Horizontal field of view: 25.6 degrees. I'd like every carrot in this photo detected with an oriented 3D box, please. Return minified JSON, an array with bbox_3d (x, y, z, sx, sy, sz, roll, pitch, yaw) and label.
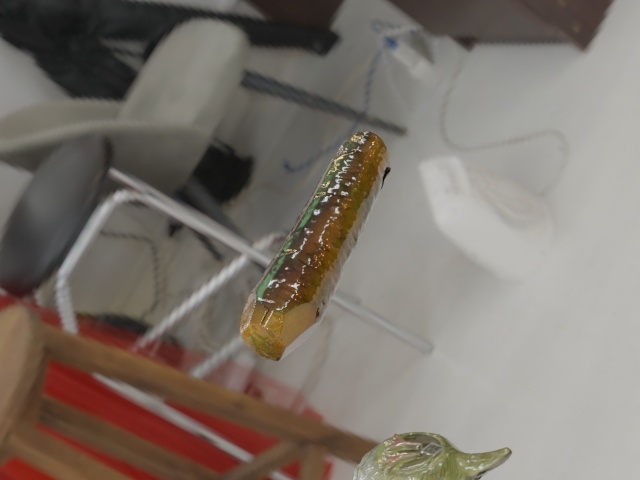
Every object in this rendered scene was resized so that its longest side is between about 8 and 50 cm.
[{"bbox_3d":[0.000,0.000,1.324,0.070,0.070,0.260,-25,29,47],"label":"carrot"}]

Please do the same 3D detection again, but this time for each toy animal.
[{"bbox_3d":[0.095,0.208,1.160,0.137,0.098,0.098,-6,48,15],"label":"toy animal"}]
